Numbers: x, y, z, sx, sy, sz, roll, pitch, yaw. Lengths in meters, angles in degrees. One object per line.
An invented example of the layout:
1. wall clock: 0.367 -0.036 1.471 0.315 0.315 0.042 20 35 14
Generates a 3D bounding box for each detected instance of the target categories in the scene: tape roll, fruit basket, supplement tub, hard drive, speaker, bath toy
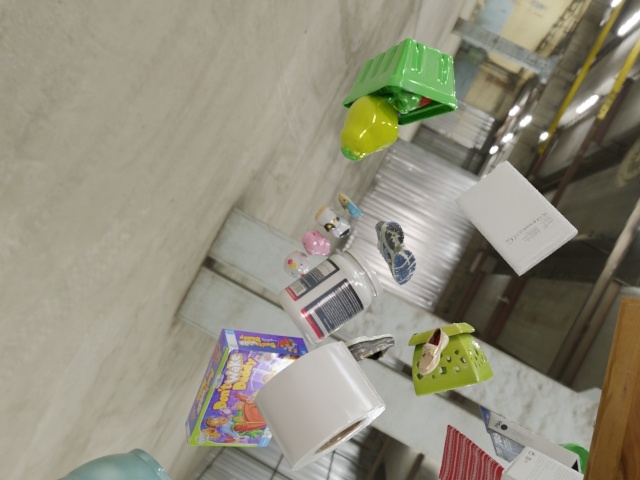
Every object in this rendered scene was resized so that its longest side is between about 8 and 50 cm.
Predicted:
1. tape roll: -0.002 0.362 1.182 0.246 0.169 0.246 -30 155 -16
2. fruit basket: 0.216 -0.405 1.691 0.392 0.282 0.393 -166 -90 -68
3. supplement tub: 0.029 0.163 1.603 0.272 0.191 0.191 -34 170 -8
4. hard drive: 0.666 -0.082 1.857 0.233 0.353 0.047 -38 150 8
5. speaker: 0.899 0.828 2.008 0.131 0.131 0.297 -61 169 -21
6. bath toy: 0.000 0.000 1.860 0.348 0.151 0.129 -49 -148 10

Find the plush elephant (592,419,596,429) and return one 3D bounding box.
1. plush elephant: 0.986 0.643 1.644 0.255 0.271 0.330 46 31 -48

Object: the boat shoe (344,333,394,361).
1. boat shoe: 0.150 0.320 1.575 0.081 0.069 0.227 -33 156 34

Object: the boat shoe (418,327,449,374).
1. boat shoe: 0.349 0.346 1.698 0.062 0.059 0.170 -7 -146 43

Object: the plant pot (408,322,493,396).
1. plant pot: 0.438 0.404 1.854 0.227 0.207 0.228 -21 164 26

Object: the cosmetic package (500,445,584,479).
1. cosmetic package: 0.619 0.691 1.256 0.156 0.384 0.218 -15 116 -45

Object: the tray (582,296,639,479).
1. tray: 0.640 0.322 1.017 0.202 0.076 0.412 0 -107 66

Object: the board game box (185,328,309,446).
1. board game box: -0.202 0.408 1.452 0.347 0.233 0.078 -66 -152 24

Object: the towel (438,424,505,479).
1. towel: 0.467 0.728 1.663 0.274 0.031 0.199 26 -68 62

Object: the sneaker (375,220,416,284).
1. sneaker: 0.136 0.020 0.999 0.052 0.058 0.135 -27 116 -19

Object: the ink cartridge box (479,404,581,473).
1. ink cartridge box: 0.632 0.650 1.666 0.065 0.332 0.166 -41 125 -25

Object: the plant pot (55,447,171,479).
1. plant pot: -0.484 0.642 1.316 0.196 0.293 0.293 -36 156 -46
